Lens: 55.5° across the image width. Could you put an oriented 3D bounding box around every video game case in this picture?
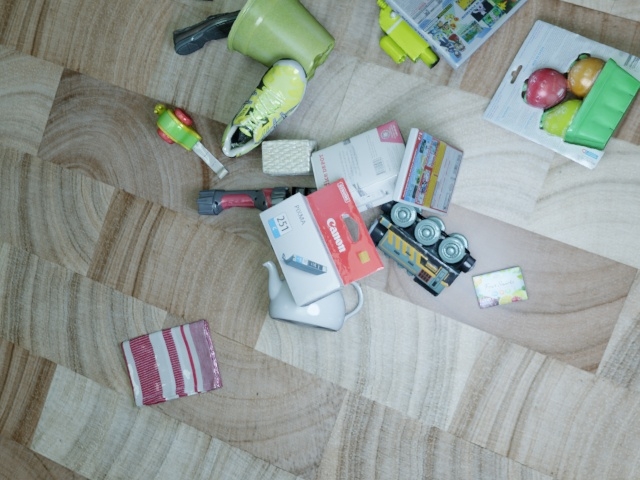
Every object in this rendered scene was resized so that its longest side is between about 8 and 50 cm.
[{"bbox_3d":[0.410,-0.721,1.799,0.329,0.036,0.300,-44,86,-4],"label":"video game case"},{"bbox_3d":[0.317,-0.191,1.755,0.025,0.285,0.204,18,95,39],"label":"video game case"}]

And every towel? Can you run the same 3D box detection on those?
[{"bbox_3d":[-0.508,0.419,2.060,0.328,0.037,0.237,-16,86,12],"label":"towel"}]

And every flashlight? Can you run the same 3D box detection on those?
[{"bbox_3d":[-0.247,-0.118,1.963,0.303,0.103,0.103,-2,93,11],"label":"flashlight"}]

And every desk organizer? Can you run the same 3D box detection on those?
[{"bbox_3d":[-0.027,-0.147,1.938,0.130,0.050,0.047,4,92,12],"label":"desk organizer"}]

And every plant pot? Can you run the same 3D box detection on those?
[{"bbox_3d":[-0.102,-0.618,1.861,0.253,0.276,0.276,38,98,-2],"label":"plant pot"}]

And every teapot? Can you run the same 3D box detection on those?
[{"bbox_3d":[-0.027,0.169,1.862,0.252,0.256,0.187,6,76,26],"label":"teapot"}]

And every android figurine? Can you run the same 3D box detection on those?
[{"bbox_3d":[0.291,-0.665,1.862,0.248,0.056,0.273,-42,84,10],"label":"android figurine"}]

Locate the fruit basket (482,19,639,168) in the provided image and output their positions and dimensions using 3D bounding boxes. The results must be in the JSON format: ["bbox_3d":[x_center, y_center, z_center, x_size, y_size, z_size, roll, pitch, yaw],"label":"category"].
[{"bbox_3d":[0.702,-0.420,1.746,0.353,0.165,0.327,31,97,26],"label":"fruit basket"}]

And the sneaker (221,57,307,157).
[{"bbox_3d":[-0.170,-0.384,1.849,0.145,0.147,0.385,34,128,-13],"label":"sneaker"}]

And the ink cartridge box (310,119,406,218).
[{"bbox_3d":[0.132,-0.209,1.829,0.282,0.117,0.207,-20,54,13],"label":"ink cartridge box"}]

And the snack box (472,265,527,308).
[{"bbox_3d":[0.537,0.141,1.824,0.141,0.037,0.100,-15,86,12],"label":"snack box"}]

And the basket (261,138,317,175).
[{"bbox_3d":[-0.099,-0.262,1.922,0.167,0.103,0.114,-1,96,12],"label":"basket"}]

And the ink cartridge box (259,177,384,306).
[{"bbox_3d":[0.000,0.000,1.713,0.261,0.066,0.297,-27,77,12],"label":"ink cartridge box"}]

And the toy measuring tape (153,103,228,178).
[{"bbox_3d":[-0.438,-0.331,1.996,0.121,0.121,0.330,-45,82,9],"label":"toy measuring tape"}]

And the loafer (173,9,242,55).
[{"bbox_3d":[-0.370,-0.700,1.989,0.267,0.096,0.084,-21,80,14],"label":"loafer"}]

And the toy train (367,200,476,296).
[{"bbox_3d":[0.297,0.015,1.831,0.333,0.142,0.190,38,107,10],"label":"toy train"}]

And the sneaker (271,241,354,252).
[{"bbox_3d":[-0.016,0.029,1.884,0.281,0.153,0.099,8,90,12],"label":"sneaker"}]
